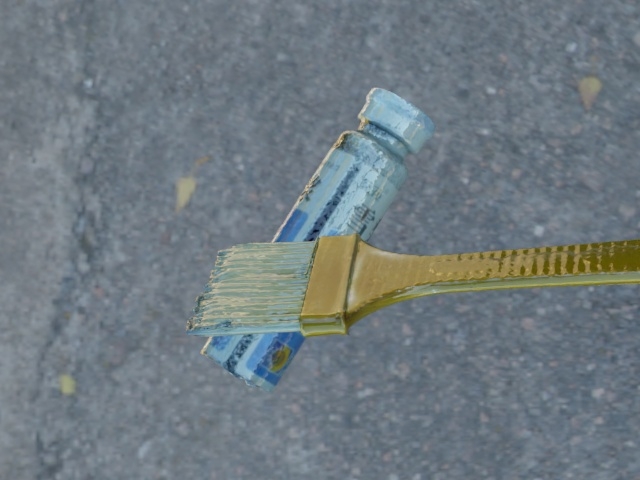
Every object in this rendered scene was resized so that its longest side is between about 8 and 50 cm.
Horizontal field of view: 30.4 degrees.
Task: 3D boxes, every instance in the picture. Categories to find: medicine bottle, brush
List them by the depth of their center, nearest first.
[{"bbox_3d":[0.060,0.012,0.449,0.218,0.082,0.010,-4,113,9],"label":"brush"},{"bbox_3d":[0.000,0.000,0.701,0.051,0.051,0.191,29,82,35],"label":"medicine bottle"}]
